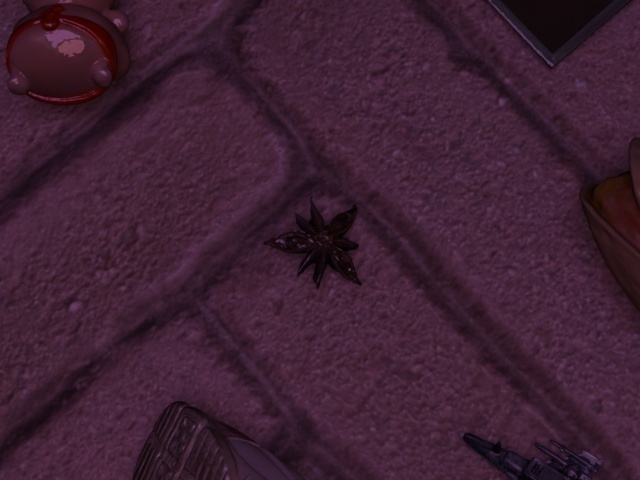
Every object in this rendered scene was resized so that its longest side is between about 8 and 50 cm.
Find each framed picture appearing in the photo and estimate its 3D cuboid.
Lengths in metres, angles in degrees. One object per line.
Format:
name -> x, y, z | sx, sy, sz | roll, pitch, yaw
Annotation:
framed picture -> 0.343, -0.394, 1.728 | 0.274, 0.017, 0.217 | -39, 81, -4

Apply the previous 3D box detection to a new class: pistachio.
pistachio -> 0.452, 0.018, 1.571 | 0.187, 0.187, 0.299 | -40, 80, -4

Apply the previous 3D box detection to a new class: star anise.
star anise -> -0.011, 0.004, 1.656 | 0.129, 0.056, 0.124 | 0, 78, -13

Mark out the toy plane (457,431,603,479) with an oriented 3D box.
toy plane -> 0.277, 0.302, 1.584 | 0.234, 0.082, 0.160 | 38, 58, 7

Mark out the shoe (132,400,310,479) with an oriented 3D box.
shoe -> -0.082, 0.344, 1.552 | 0.351, 0.198, 0.172 | 42, 105, 41

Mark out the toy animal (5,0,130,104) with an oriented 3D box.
toy animal -> -0.334, -0.275, 1.675 | 0.171, 0.171, 0.197 | 0, 73, 3
